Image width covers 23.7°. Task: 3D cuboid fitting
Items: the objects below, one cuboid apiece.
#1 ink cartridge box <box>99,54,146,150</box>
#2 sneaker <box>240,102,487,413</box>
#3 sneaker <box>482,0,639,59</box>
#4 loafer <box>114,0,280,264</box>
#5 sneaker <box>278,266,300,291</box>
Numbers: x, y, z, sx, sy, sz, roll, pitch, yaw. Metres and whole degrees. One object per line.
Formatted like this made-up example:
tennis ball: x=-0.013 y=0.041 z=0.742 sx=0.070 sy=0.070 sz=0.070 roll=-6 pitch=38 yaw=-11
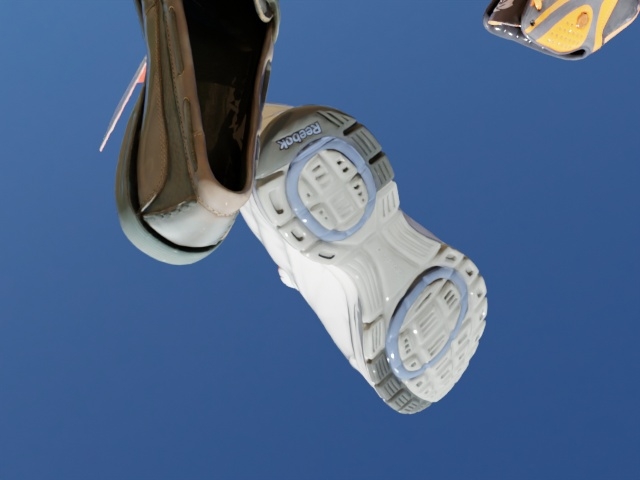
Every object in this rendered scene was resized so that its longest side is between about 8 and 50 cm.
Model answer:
ink cartridge box: x=-0.096 y=-0.289 z=1.698 sx=0.308 sy=0.091 sz=0.385 roll=-53 pitch=-169 yaw=43
sneaker: x=0.021 y=0.004 z=1.074 sx=0.111 sy=0.297 sz=0.129 roll=-41 pitch=-143 yaw=-14
sneaker: x=0.236 y=-0.323 z=1.668 sx=0.180 sy=0.321 sz=0.124 roll=-46 pitch=-152 yaw=-7
loafer: x=-0.057 y=-0.119 z=0.879 sx=0.084 sy=0.096 sz=0.267 roll=-29 pitch=-128 yaw=51
sneaker: x=0.000 y=0.000 z=1.721 sx=0.103 sy=0.252 sz=0.111 roll=-42 pitch=-123 yaw=-9
